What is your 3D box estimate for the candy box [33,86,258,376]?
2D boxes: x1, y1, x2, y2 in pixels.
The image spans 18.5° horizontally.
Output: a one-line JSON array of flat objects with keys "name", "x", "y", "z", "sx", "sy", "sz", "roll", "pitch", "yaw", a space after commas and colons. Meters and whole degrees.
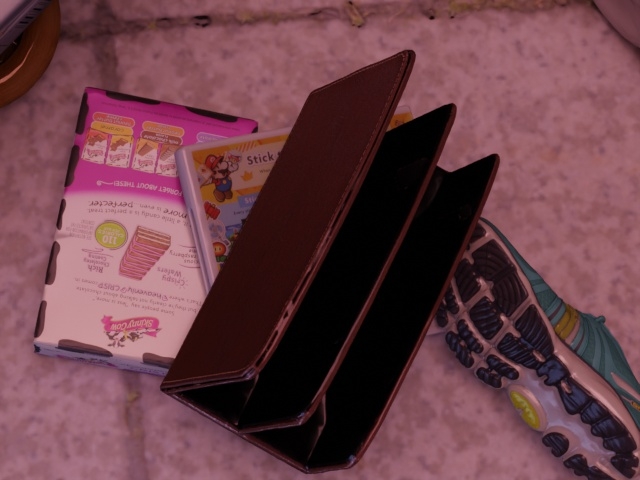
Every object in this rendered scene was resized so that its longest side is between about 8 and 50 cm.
[{"name": "candy box", "x": -0.153, "y": -0.003, "z": 1.725, "sx": 0.159, "sy": 0.071, "sz": 0.233, "roll": 12, "pitch": 76, "yaw": -5}]

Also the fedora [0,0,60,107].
[{"name": "fedora", "x": -0.326, "y": -0.200, "z": 1.749, "sx": 0.194, "sy": 0.079, "sz": 0.194, "roll": 1, "pitch": 82, "yaw": -9}]

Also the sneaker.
[{"name": "sneaker", "x": 0.199, "y": 0.092, "z": 1.730, "sx": 0.275, "sy": 0.107, "sz": 0.110, "roll": 52, "pitch": 39, "yaw": 1}]

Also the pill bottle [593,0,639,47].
[{"name": "pill bottle", "x": 0.378, "y": -0.305, "z": 1.793, "sx": 0.278, "sy": 0.162, "sz": 0.162, "roll": -34, "pitch": 83, "yaw": -11}]

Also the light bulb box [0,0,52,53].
[{"name": "light bulb box", "x": -0.331, "y": -0.333, "z": 1.543, "sx": 0.358, "sy": 0.225, "sz": 0.361, "roll": -44, "pitch": 96, "yaw": 2}]

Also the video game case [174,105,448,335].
[{"name": "video game case", "x": 0.000, "y": 0.000, "z": 1.719, "sx": 0.227, "sy": 0.026, "sz": 0.206, "roll": -12, "pitch": 87, "yaw": -24}]

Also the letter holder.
[{"name": "letter holder", "x": 0.030, "y": 0.019, "z": 1.596, "sx": 0.152, "sy": 0.214, "sz": 0.301, "roll": 32, "pitch": 71, "yaw": -16}]
